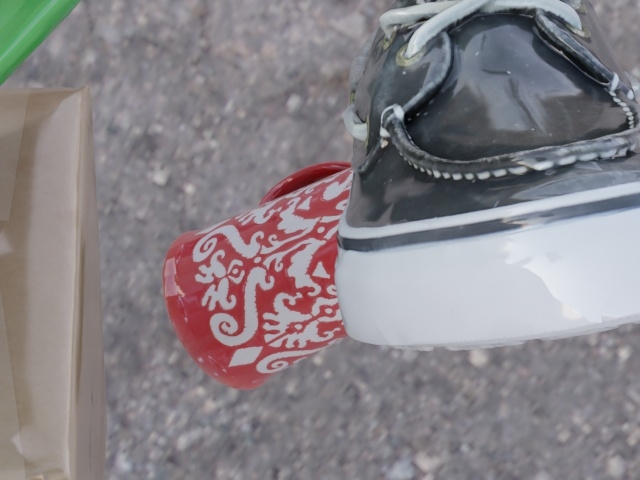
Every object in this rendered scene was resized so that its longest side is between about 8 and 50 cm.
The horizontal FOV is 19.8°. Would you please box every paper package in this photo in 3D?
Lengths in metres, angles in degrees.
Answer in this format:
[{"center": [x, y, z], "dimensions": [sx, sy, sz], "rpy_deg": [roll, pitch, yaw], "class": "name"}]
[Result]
[{"center": [-0.205, 0.118, 0.999], "dimensions": [0.168, 0.309, 0.325], "rpy_deg": [-1, 41, -5], "class": "paper package"}]

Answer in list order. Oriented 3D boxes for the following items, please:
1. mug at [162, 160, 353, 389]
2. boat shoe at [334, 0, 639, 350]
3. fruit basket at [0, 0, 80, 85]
[{"center": [-0.006, 0.000, 1.189], "dimensions": [0.113, 0.169, 0.150], "rpy_deg": [20, 53, -47], "class": "mug"}, {"center": [0.052, -0.039, 0.646], "dimensions": [0.121, 0.335, 0.119], "rpy_deg": [-8, 98, -6], "class": "boat shoe"}, {"center": [-0.191, -0.138, 0.804], "dimensions": [0.165, 0.353, 0.327], "rpy_deg": [44, 64, -12], "class": "fruit basket"}]
